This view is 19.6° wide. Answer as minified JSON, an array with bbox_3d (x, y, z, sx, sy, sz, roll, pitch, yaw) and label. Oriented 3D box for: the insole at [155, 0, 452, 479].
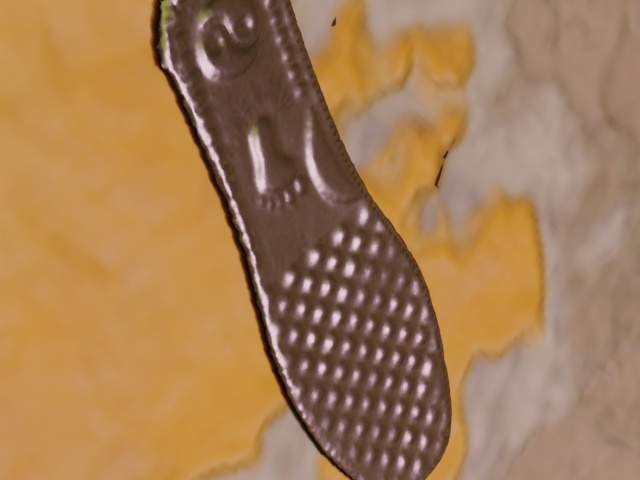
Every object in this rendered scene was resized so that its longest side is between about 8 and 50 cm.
[{"bbox_3d":[0.000,0.000,0.368,0.045,0.002,0.135,-44,127,-31],"label":"insole"}]
